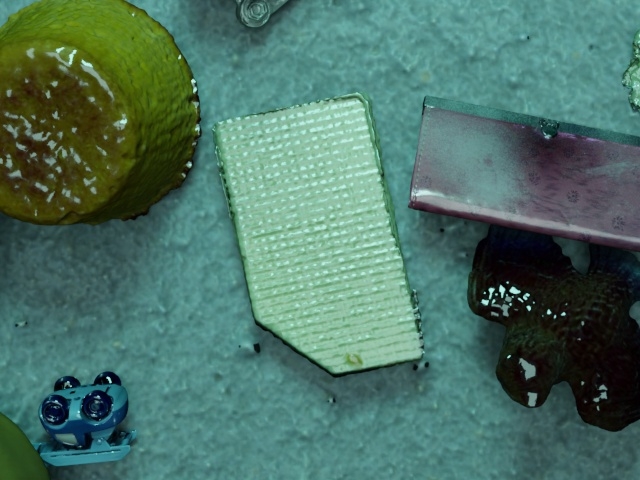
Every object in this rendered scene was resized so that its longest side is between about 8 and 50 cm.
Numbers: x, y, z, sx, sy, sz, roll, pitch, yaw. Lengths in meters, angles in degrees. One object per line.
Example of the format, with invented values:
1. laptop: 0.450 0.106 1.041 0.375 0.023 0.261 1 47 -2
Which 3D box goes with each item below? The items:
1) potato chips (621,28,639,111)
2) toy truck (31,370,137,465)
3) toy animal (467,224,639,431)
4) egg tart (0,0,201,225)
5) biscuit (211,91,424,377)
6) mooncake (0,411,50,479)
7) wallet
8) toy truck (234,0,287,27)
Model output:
1. potato chips: 0.396 -0.165 0.998 0.228 0.059 0.167 22 72 28
2. toy truck: -0.241 0.167 1.040 0.136 0.063 0.074 -5 107 6
3. toy animal: 0.211 0.070 0.964 0.218 0.179 0.116 49 118 5
4. egg tart: -0.217 -0.101 0.979 0.215 0.171 0.215 1 107 4
5. biscuit: 0.000 0.000 1.031 0.150 0.052 0.252 -14 89 6
6. mooncake: -0.360 0.231 1.000 0.234 0.117 0.235 2 95 19
7. wallet: 0.198 -0.057 1.012 0.232 0.025 0.119 11 61 2
8. toy truck: -0.036 -0.306 0.991 0.213 0.161 0.177 -42 109 1
